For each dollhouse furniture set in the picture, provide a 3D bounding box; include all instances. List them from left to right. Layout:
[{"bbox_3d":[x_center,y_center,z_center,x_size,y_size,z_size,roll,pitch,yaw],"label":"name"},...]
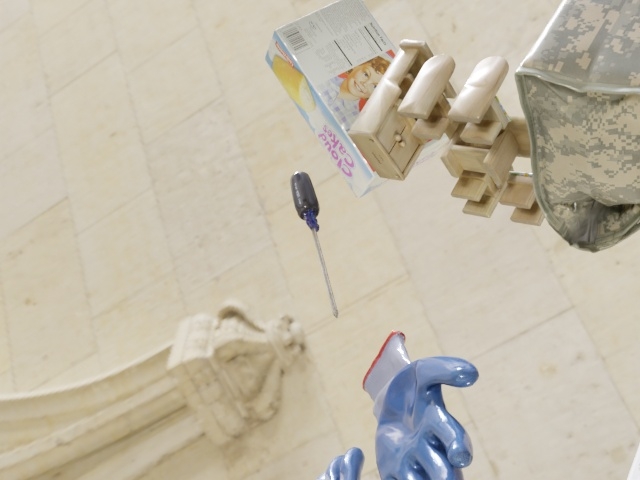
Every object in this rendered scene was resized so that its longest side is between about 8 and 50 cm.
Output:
[{"bbox_3d":[0.184,-0.158,1.167,0.242,0.161,0.212,13,154,42],"label":"dollhouse furniture set"}]

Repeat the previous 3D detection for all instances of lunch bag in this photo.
[{"bbox_3d":[0.347,-0.149,1.036,0.235,0.169,0.287,-56,-34,-25],"label":"lunch bag"}]

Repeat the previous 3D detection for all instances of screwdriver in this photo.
[{"bbox_3d":[0.000,0.000,0.801,0.024,0.025,0.170,70,179,-49],"label":"screwdriver"}]

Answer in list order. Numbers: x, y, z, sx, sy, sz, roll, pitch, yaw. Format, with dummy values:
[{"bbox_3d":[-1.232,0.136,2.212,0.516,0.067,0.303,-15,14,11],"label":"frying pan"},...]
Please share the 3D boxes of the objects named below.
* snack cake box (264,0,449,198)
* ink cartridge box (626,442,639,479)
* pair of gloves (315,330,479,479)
[{"bbox_3d":[0.055,-0.216,1.352,0.264,0.152,0.089,57,157,9],"label":"snack cake box"},{"bbox_3d":[0.295,0.290,0.764,0.219,0.093,0.160,-56,-42,-31],"label":"ink cartridge box"},{"bbox_3d":[0.032,0.142,0.520,0.023,0.198,0.159,23,-164,-15],"label":"pair of gloves"}]
